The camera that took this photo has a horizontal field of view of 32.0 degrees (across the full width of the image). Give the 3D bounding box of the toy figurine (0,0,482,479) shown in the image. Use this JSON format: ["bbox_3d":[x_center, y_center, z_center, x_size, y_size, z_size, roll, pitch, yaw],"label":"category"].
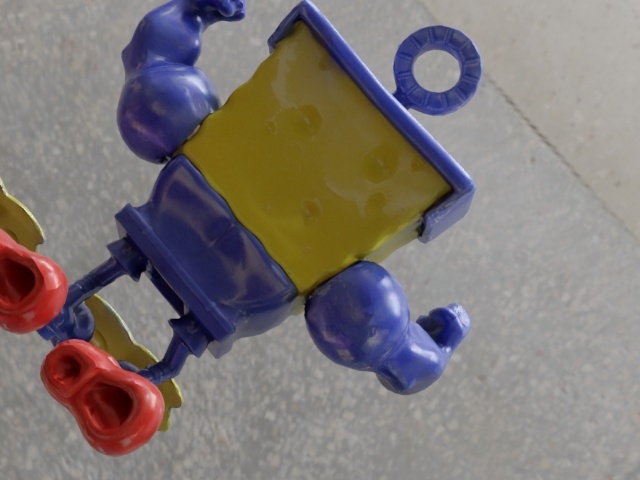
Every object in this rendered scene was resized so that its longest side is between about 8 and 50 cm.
[{"bbox_3d":[0.000,0.000,0.435,0.217,0.191,0.362,-40,80,-10],"label":"toy figurine"}]
